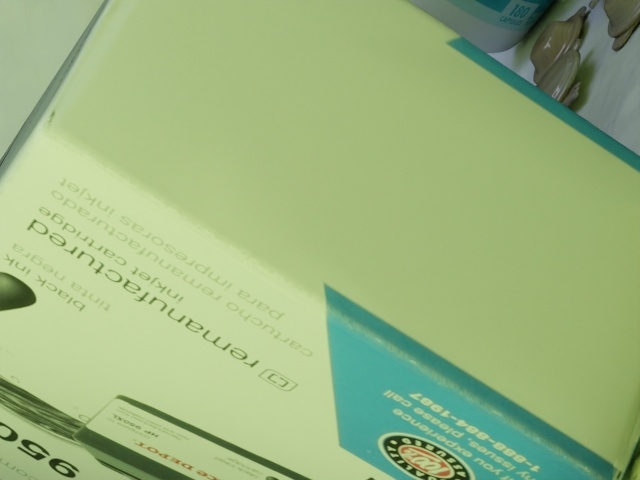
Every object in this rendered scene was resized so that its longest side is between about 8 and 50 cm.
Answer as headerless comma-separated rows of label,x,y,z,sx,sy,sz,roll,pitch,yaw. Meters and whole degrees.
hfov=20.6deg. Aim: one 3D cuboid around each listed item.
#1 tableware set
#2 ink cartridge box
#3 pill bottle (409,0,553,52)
tableware set,0.177,-0.142,1.164,0.141,0.020,0.168,-54,12,27
ink cartridge box,-0.044,0.042,0.895,0.395,0.285,0.166,-42,19,57
pill bottle,0.159,-0.275,1.284,0.264,0.146,0.146,-51,12,32
